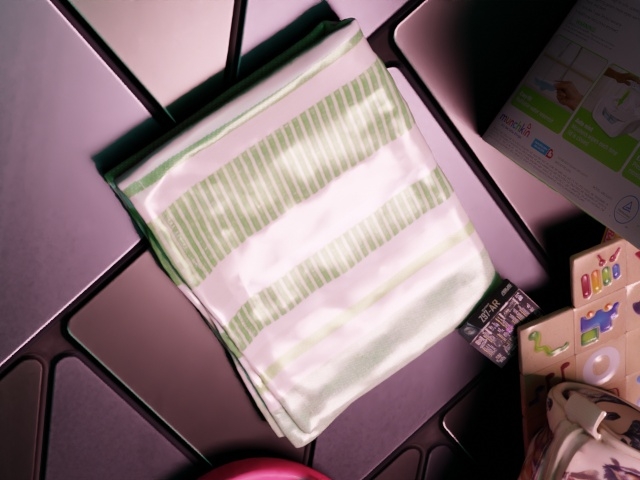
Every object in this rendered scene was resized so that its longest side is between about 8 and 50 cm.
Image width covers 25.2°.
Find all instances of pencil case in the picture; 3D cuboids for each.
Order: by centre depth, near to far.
[{"bbox_3d":[0.206,0.321,1.359,0.184,0.160,0.410,5,118,-45],"label":"pencil case"}]

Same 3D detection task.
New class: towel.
[{"bbox_3d":[0.000,0.000,1.192,0.248,0.038,0.324,-36,125,-7],"label":"towel"}]

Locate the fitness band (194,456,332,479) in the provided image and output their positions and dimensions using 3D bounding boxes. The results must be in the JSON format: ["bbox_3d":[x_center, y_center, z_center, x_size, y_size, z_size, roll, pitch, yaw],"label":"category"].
[{"bbox_3d":[-0.028,0.325,1.295,0.209,0.054,0.291,-41,112,4],"label":"fitness band"}]

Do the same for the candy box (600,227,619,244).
[{"bbox_3d":[0.318,-0.020,1.344,0.105,0.027,0.205,3,113,-32],"label":"candy box"}]

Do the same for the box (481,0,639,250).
[{"bbox_3d":[0.293,-0.106,1.148,0.127,0.262,0.231,30,98,-35],"label":"box"}]

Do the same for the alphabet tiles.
[{"bbox_3d":[0.321,0.121,1.403,0.285,0.011,0.342,-22,129,-16],"label":"alphabet tiles"}]

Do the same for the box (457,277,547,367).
[{"bbox_3d":[0.168,0.076,1.307,0.067,0.018,0.083,-49,146,4],"label":"box"}]
